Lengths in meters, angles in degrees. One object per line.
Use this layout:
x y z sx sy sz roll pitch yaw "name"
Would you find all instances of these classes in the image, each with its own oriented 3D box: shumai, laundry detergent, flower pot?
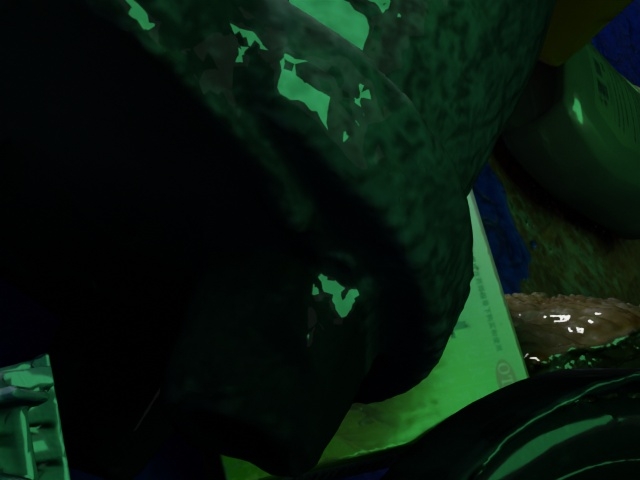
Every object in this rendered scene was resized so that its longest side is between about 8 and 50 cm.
0.139 0.123 0.826 0.206 0.166 0.176 1 91 -47 "shumai"
0.260 -0.090 1.133 0.253 0.091 0.181 30 42 -36 "laundry detergent"
-0.058 -0.062 0.530 0.299 0.299 0.283 42 61 -26 "flower pot"

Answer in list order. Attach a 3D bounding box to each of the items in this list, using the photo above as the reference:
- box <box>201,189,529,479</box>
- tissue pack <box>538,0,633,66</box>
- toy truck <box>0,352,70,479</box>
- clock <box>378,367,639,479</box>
0.000 0.001 0.711 0.175 0.062 0.260 -10 72 -15 "box"
0.164 -0.332 0.877 0.293 0.382 0.228 16 57 -24 "tissue pack"
-0.225 0.091 0.349 0.338 0.184 0.133 8 63 -49 "toy truck"
0.154 0.253 0.650 0.386 0.076 0.386 0 90 -28 "clock"
